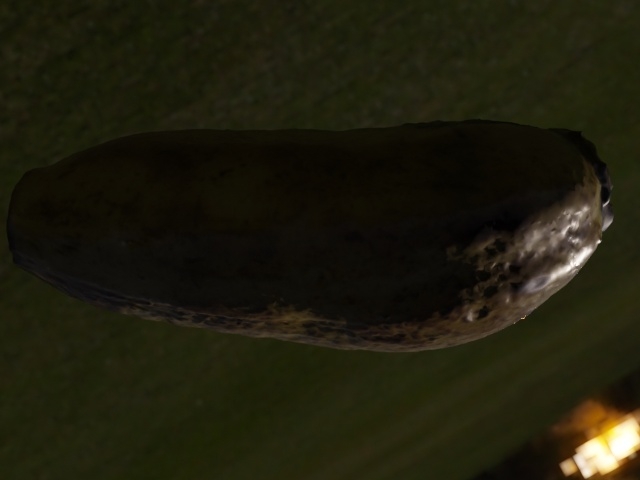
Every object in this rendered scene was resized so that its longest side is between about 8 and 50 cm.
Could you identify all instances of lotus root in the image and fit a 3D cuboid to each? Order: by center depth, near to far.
[{"bbox_3d":[0.000,0.000,0.715,0.259,0.097,0.110,-2,153,-3],"label":"lotus root"}]
